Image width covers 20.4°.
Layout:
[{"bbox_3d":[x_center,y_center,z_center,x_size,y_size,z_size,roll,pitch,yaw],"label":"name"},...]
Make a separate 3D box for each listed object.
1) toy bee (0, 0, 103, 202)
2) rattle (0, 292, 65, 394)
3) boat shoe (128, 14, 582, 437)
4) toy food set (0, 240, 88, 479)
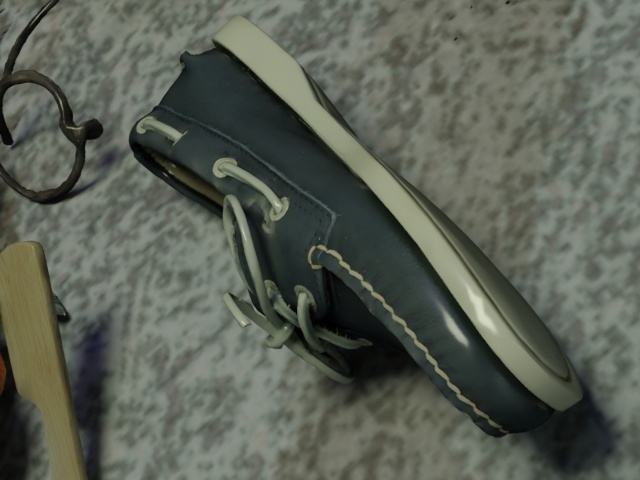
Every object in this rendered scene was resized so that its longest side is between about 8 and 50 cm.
[{"bbox_3d":[-0.111,-0.198,0.803,0.195,0.298,0.162,31,40,24],"label":"toy bee"},{"bbox_3d":[-0.202,-0.033,0.761,0.130,0.142,0.200,-18,38,-23],"label":"rattle"},{"bbox_3d":[0.000,0.000,0.645,0.079,0.095,0.254,-42,45,0],"label":"boat shoe"},{"bbox_3d":[-0.187,0.075,0.718,0.192,0.038,0.132,-13,89,27],"label":"toy food set"}]
